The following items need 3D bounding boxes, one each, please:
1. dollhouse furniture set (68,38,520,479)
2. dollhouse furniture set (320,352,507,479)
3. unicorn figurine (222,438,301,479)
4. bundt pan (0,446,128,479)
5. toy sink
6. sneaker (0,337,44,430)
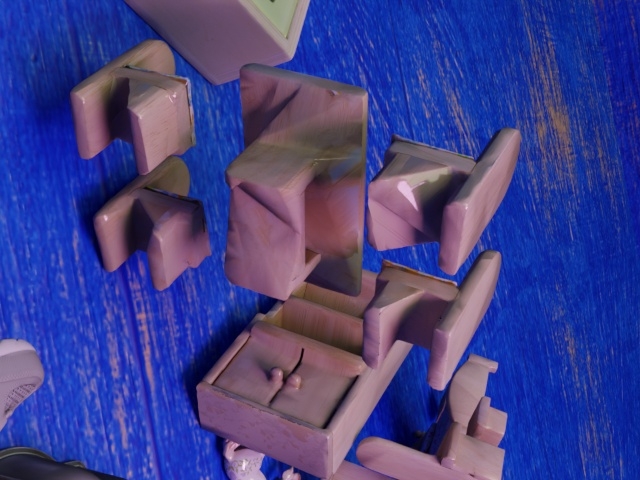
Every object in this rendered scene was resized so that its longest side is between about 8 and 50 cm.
[{"bbox_3d":[0.000,0.000,0.907,0.256,0.362,0.394,-51,150,-45],"label":"dollhouse furniture set"},{"bbox_3d":[0.118,0.222,1.143,0.355,0.174,0.303,-66,174,-50],"label":"dollhouse furniture set"},{"bbox_3d":[-0.066,0.276,0.994,0.161,0.060,0.111,58,39,-2],"label":"unicorn figurine"},{"bbox_3d":[-0.217,0.328,0.710,0.331,0.124,0.330,19,66,-50],"label":"bundt pan"},{"bbox_3d":[-0.124,-0.311,0.984,0.234,0.131,0.152,42,49,-39],"label":"toy sink"},{"bbox_3d":[-0.282,0.173,0.633,0.115,0.105,0.281,45,34,-3],"label":"sneaker"}]
